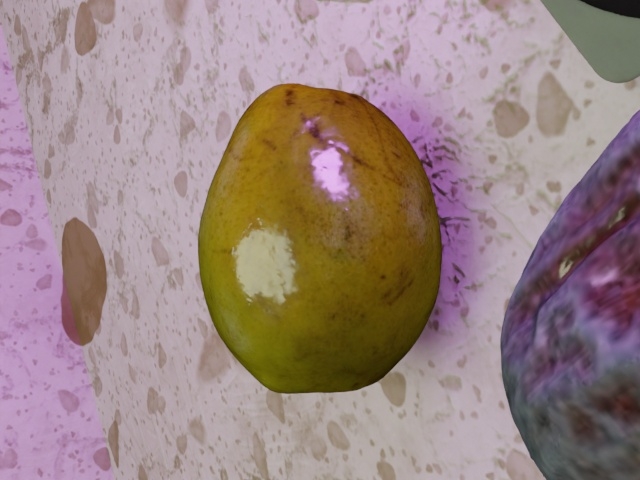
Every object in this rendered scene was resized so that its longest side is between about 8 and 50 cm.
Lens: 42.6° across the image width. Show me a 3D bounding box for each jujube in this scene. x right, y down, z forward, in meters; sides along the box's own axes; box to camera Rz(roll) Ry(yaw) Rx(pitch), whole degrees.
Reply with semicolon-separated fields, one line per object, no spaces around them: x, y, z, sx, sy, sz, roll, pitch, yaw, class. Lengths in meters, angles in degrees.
0.256;0.034;0.493;0.308;0.215;0.246;125;156;-45;jujube

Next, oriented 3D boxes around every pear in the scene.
0.000;0.000;0.824;0.253;0.253;0.307;1;83;54;pear

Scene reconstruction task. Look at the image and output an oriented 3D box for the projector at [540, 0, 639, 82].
0.221;-0.261;0.518;0.259;0.079;0.257;49;144;-10;projector
